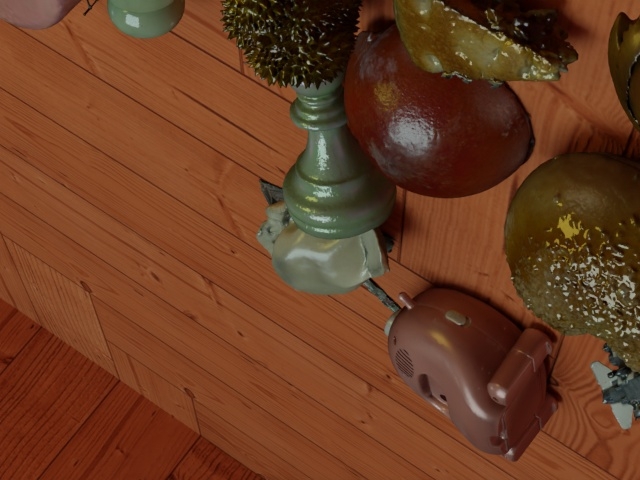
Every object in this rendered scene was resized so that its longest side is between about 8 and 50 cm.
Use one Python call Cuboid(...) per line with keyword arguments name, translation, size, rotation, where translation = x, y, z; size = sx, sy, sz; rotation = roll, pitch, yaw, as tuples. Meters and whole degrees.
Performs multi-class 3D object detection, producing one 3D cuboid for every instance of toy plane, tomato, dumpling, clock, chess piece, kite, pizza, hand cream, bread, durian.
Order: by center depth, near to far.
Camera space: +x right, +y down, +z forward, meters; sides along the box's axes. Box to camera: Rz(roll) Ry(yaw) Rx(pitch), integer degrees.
Cuboid(name="pizza", translation=(0.157, -0.206, 1.348), size=(0.194, 0.069, 0.154), rotation=(22, 153, 22))
Cuboid(name="bread", translation=(0.330, 0.034, 1.410), size=(0.314, 0.171, 0.192), rotation=(36, 162, 3))
Cuboid(name="durian", translation=(-0.026, -0.232, 1.451), size=(0.137, 0.168, 0.158), rotation=(21, 135, 23))
Cuboid(name="tomato", translation=(0.110, -0.123, 1.529), size=(0.228, 0.112, 0.199), rotation=(34, 156, 4))
Cuboid(name="hand cream", translation=(-0.208, -0.359, 1.608), size=(0.147, 0.093, 0.305), rotation=(31, 148, 23))
Cuboid(name="chess piece", translation=(0.006, -0.141, 1.665), size=(0.139, 0.139, 0.271), rotation=(22, 141, 34))
Cuboid(name="toy plane", translation=(0.394, 0.167, 1.695), size=(0.160, 0.082, 0.234), rotation=(65, 158, 5))
Cuboid(name="dumpling", translation=(0.000, 0.000, 1.900), size=(0.162, 0.132, 0.250), rotation=(53, 150, -17))
Cuboid(name="clock", translation=(0.186, 0.174, 1.951), size=(0.241, 0.142, 0.227), rotation=(31, 157, 27))
Cuboid(name="kite", translation=(0.025, 0.020, 2.065), size=(0.314, 0.011, 0.335), rotation=(43, 158, -11))

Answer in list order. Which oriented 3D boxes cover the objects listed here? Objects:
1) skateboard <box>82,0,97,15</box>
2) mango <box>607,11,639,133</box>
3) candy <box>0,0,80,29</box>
Cuboid(name="skateboard", translation=(-0.296, -0.327, 1.866), size=(0.064, 0.032, 0.083), rotation=(19, 150, 19))
Cuboid(name="mango", translation=(0.355, -0.097, 1.136), size=(0.287, 0.152, 0.201), rotation=(44, 154, -16))
Cuboid(name="candy", translation=(-0.364, -0.358, 1.624), size=(0.255, 0.094, 0.255), rotation=(31, 152, 19))
